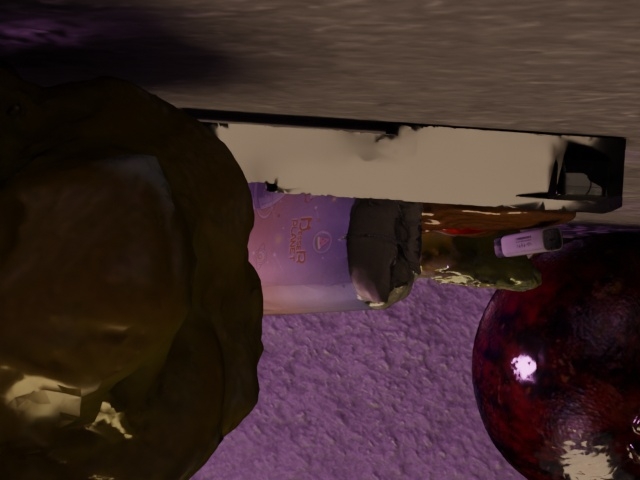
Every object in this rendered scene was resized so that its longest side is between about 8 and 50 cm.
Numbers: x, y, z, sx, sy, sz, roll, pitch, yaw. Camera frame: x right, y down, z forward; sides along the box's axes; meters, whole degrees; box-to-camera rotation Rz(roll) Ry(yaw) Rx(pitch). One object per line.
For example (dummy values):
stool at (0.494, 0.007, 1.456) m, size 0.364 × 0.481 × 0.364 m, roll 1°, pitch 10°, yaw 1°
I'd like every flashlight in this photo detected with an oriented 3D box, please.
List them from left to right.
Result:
flashlight at (0.160, 0.002, 1.061) m, size 0.018 × 0.018 × 0.083 m, roll -4°, pitch 177°, yaw -18°

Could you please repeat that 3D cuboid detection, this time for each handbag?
handbag at (0.000, 0.000, 0.988) m, size 0.173 × 0.117 × 0.095 m, roll -1°, pitch 155°, yaw 36°

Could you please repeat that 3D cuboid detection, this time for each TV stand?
TV stand at (0.046, -0.045, 0.802) m, size 0.256 × 0.040 × 0.049 m, roll 4°, pitch 177°, yaw -1°

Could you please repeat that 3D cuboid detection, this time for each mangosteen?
mangosteen at (0.308, 0.131, 1.549) m, size 0.306 × 0.306 × 0.359 m, roll 5°, pitch -162°, yaw -21°

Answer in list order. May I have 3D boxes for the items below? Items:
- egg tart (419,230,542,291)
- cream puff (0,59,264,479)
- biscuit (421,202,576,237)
egg tart at (0.119, 0.006, 1.339) m, size 0.197 × 0.078 × 0.197 m, roll 6°, pitch 177°, yaw 0°
cream puff at (-0.211, 0.036, 0.602) m, size 0.378 × 0.275 × 0.378 m, roll -32°, pitch -173°, yaw 4°
biscuit at (0.070, -0.027, 1.121) m, size 0.186 × 0.044 × 0.295 m, roll 3°, pitch 178°, yaw -40°
